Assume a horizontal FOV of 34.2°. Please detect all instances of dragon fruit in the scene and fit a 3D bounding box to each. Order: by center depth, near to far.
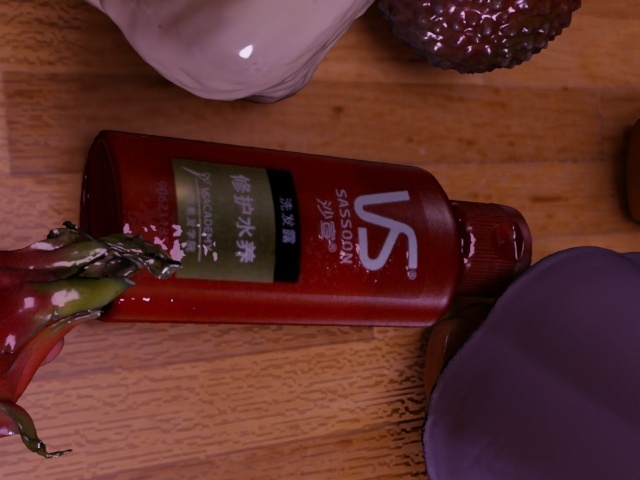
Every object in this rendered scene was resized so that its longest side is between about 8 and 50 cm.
[{"bbox_3d":[-0.185,0.053,0.527,0.235,0.135,0.137,-7,82,-13],"label":"dragon fruit"}]

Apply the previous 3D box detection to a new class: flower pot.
[{"bbox_3d":[0.231,0.160,0.670,0.265,0.243,0.265,-8,111,-22],"label":"flower pot"}]

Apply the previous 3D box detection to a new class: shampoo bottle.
[{"bbox_3d":[0.000,0.000,0.687,0.314,0.076,0.118,4,67,-30],"label":"shampoo bottle"}]

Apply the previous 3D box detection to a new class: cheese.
[{"bbox_3d":[-0.073,-0.189,0.572,0.248,0.251,0.174,37,104,-10],"label":"cheese"}]

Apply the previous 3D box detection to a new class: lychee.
[{"bbox_3d":[0.115,-0.215,0.729,0.165,0.165,0.197,-8,106,-31],"label":"lychee"}]

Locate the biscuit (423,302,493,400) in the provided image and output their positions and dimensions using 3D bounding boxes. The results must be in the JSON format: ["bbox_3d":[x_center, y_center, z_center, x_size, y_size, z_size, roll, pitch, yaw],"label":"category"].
[{"bbox_3d":[0.177,0.108,0.805,0.236,0.040,0.144,12,74,-29],"label":"biscuit"}]

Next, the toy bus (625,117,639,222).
[{"bbox_3d":[0.339,-0.063,0.826,0.136,0.209,0.126,8,82,-19],"label":"toy bus"}]
